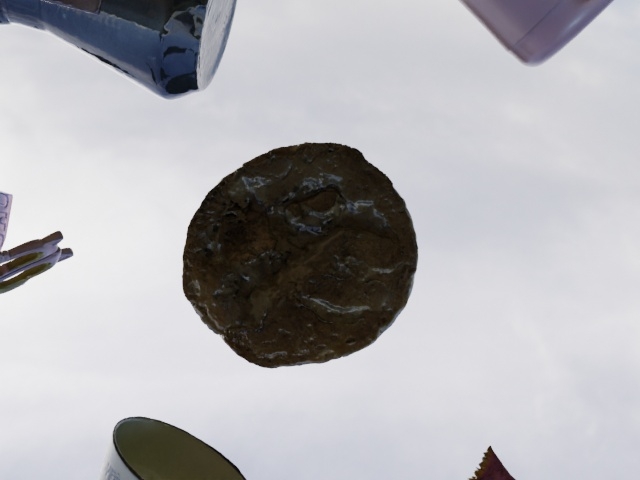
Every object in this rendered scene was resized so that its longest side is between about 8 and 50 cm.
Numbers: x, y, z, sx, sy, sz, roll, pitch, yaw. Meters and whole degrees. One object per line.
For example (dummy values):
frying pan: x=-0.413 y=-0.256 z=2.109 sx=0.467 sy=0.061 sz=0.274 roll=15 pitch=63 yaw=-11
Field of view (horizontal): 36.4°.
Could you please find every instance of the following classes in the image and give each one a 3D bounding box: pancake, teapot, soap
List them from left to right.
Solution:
soap: x=-0.628 y=-0.034 z=1.823 sx=0.056 sy=0.149 sz=0.100 roll=9 pitch=175 yaw=7
teapot: x=-0.307 y=-0.346 z=1.351 sx=0.343 sy=0.253 sz=0.300 roll=15 pitch=-164 yaw=3
pancake: x=-0.032 y=0.022 z=1.547 sx=0.386 sy=0.082 sz=0.387 roll=-1 pitch=-111 yaw=2

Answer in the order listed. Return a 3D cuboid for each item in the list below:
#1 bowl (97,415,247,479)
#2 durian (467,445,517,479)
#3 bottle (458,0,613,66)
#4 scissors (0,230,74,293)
bowl: x=-0.228 y=0.374 z=1.419 sx=0.237 sy=0.126 sz=0.238 roll=32 pitch=-172 yaw=-5
durian: x=0.299 y=0.460 z=1.380 sx=0.153 sy=0.187 sz=0.260 roll=-39 pitch=-140 yaw=-17
bottle: x=0.137 y=-0.305 z=0.786 sx=0.173 sy=0.206 sz=0.297 roll=-44 pitch=-89 yaw=-11
scissors: x=-0.520 y=0.073 z=1.434 sx=0.317 sy=0.160 sz=0.024 roll=-26 pitch=-103 yaw=-11
